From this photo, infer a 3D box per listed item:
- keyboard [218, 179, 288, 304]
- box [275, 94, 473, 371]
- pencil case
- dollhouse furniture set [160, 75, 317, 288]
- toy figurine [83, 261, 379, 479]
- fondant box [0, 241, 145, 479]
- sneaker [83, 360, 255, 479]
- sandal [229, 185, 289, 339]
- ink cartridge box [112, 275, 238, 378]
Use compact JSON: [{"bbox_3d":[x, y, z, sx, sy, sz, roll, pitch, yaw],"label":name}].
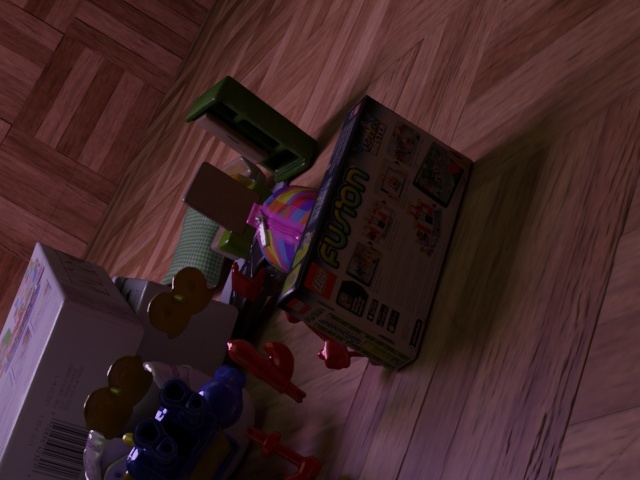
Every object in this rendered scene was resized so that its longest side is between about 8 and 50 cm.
[{"bbox_3d":[-0.091,0.020,1.645,0.072,0.014,0.256,-34,30,49],"label":"keyboard"},{"bbox_3d":[0.048,-0.010,1.032,0.036,0.114,0.207,-41,24,52],"label":"box"},{"bbox_3d":[0.000,0.000,1.207,0.104,0.104,0.236,-61,16,-4],"label":"pencil case"},{"bbox_3d":[-0.164,-0.056,1.688,0.301,0.151,0.197,-24,37,58],"label":"dollhouse furniture set"},{"bbox_3d":[-0.113,0.221,1.077,0.362,0.191,0.217,-59,-9,-24],"label":"toy figurine"},{"bbox_3d":[-0.307,0.154,1.438,0.238,0.096,0.330,-68,21,4],"label":"fondant box"},{"bbox_3d":[-0.192,0.253,1.226,0.114,0.152,0.305,20,80,54],"label":"sneaker"},{"bbox_3d":[-0.049,0.029,1.404,0.090,0.060,0.219,-97,23,-51],"label":"sandal"},{"bbox_3d":[-0.205,0.151,1.505,0.273,0.114,0.197,178,111,-74],"label":"ink cartridge box"}]
